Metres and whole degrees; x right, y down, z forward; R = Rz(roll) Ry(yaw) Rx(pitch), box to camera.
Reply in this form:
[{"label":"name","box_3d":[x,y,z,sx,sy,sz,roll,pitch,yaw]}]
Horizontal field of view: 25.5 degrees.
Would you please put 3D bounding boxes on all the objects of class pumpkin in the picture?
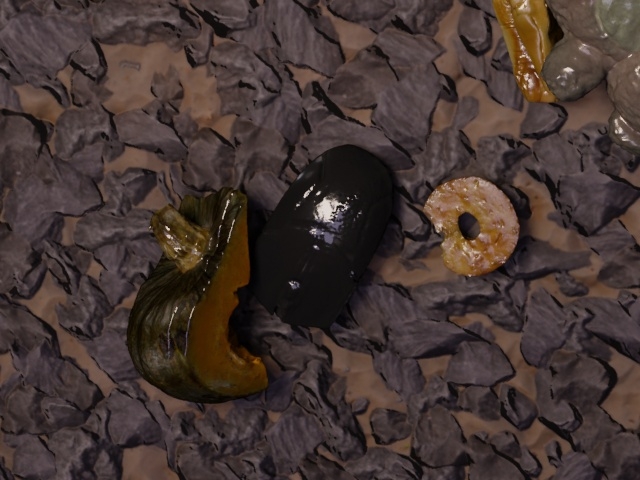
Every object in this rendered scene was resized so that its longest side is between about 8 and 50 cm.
[{"label":"pumpkin","box_3d":[-0.143,0.070,1.546,0.126,0.131,0.248,-16,106,-29]}]

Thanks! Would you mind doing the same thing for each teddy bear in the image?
[{"label":"teddy bear","box_3d":[0.315,-0.211,1.344,0.236,0.151,0.267,-31,95,7]}]

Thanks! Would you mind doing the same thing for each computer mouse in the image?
[{"label":"computer mouse","box_3d":[0.000,0.000,1.533,0.122,0.073,0.217,31,116,3]}]

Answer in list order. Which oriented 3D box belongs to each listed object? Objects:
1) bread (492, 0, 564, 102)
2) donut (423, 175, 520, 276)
[{"label":"bread","box_3d":[0.214,-0.204,1.413,0.053,0.074,0.132,-9,105,27]},{"label":"donut","box_3d":[0.165,-0.019,1.504,0.097,0.043,0.108,-11,105,17]}]
